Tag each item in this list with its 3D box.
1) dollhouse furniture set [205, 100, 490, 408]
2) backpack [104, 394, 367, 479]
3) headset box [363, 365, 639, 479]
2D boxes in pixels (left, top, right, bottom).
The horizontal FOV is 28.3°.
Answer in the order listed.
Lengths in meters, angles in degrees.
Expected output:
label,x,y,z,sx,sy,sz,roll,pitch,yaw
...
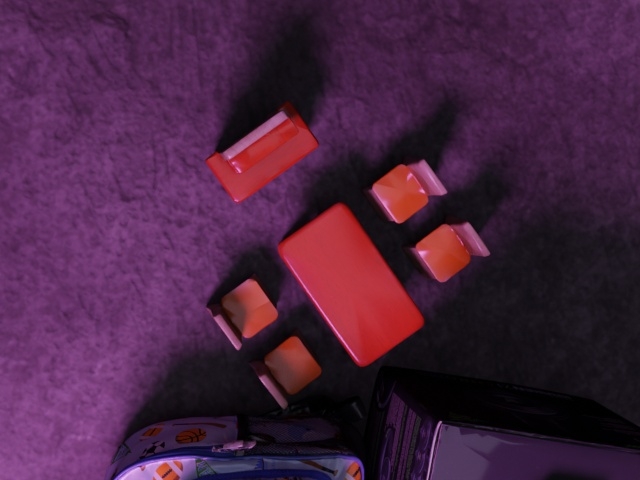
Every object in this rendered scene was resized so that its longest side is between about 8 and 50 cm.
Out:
label,x,y,z,sx,sy,sz,roll,pitch,yaw
dollhouse furniture set,0.000,0.000,1.237,0.262,0.135,0.259,-36,99,-4
backpack,-0.089,0.294,1.221,0.263,0.213,0.276,2,97,3
headset box,0.186,0.223,1.209,0.246,0.283,0.131,10,93,-8
